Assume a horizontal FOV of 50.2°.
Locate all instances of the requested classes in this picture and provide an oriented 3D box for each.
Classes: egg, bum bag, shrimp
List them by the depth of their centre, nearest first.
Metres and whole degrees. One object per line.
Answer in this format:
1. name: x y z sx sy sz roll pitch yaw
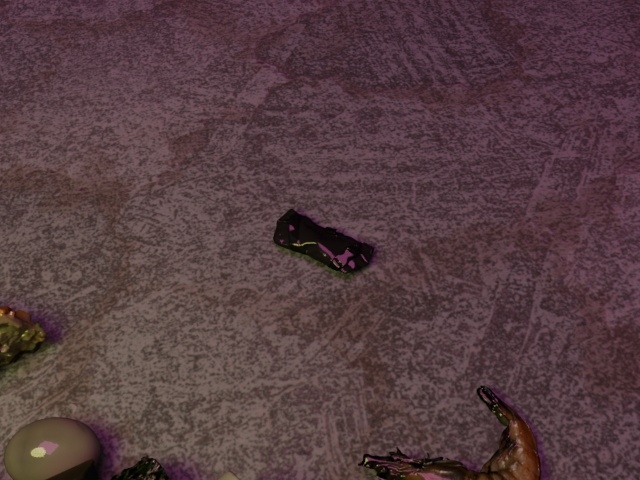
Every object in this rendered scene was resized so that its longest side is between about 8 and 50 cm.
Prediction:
1. egg: -0.393 0.313 1.005 0.135 0.103 0.103 -3 54 -6
2. shrimp: 0.194 0.299 1.016 0.262 0.051 0.198 8 48 6
3. bum bag: 0.000 0.000 1.240 0.198 0.049 0.087 24 54 21

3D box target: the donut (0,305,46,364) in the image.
1. donut: -0.612 0.248 1.040 0.308 0.150 0.371 1 55 5

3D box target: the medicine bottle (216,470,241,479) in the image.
1. medicine bottle: -0.192 0.437 0.861 0.293 0.170 0.170 -37 60 -20

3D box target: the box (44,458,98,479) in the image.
1. box: -0.364 0.342 0.915 0.126 0.091 0.031 -24 91 -7

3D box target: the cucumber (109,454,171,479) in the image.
1. cucumber: -0.352 0.407 0.872 0.359 0.096 0.096 -27 54 -39
